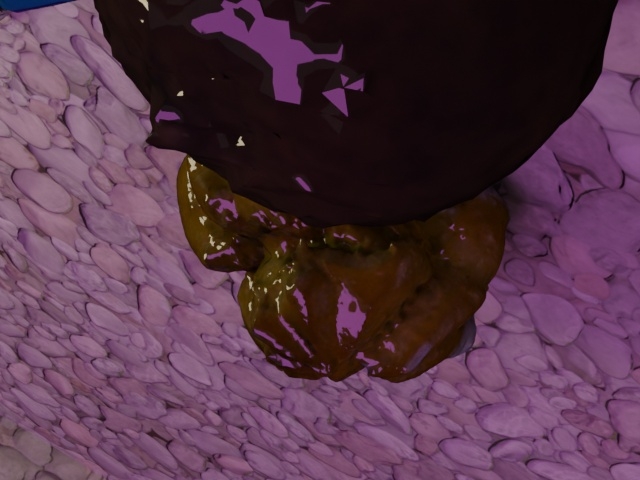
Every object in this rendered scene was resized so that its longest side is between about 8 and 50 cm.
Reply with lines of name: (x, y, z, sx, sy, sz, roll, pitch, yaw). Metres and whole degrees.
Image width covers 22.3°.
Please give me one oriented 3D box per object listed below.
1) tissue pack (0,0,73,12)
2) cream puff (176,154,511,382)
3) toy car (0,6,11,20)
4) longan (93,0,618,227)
tissue pack: (-0.256, -0.324, 1.509, 0.270, 0.137, 0.209, 0, 137, 47)
cream puff: (0.000, 0.000, 1.628, 0.378, 0.275, 0.378, 28, 154, 15)
toy car: (-0.363, -0.269, 1.834, 0.041, 0.025, 0.093, 43, 151, -22)
longan: (0.017, -0.197, 1.172, 0.391, 0.391, 0.391, 25, 152, 15)
